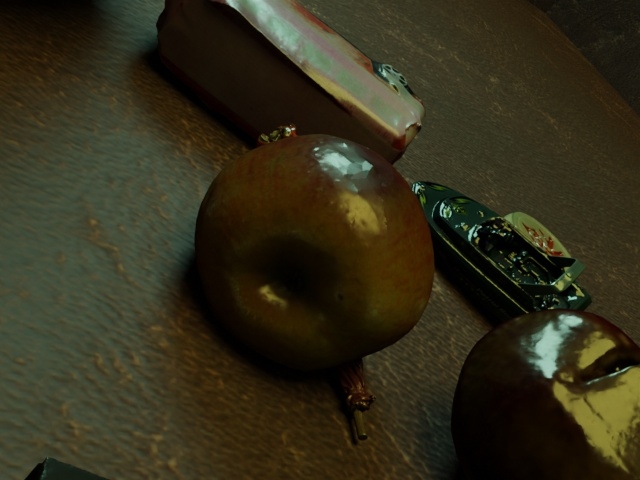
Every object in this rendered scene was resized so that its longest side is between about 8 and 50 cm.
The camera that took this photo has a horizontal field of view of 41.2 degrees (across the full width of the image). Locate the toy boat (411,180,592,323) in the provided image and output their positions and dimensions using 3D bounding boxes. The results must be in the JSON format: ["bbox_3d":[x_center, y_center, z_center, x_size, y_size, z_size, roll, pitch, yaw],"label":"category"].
[{"bbox_3d":[0.193,0.015,0.952,0.246,0.103,0.093,44,51,16],"label":"toy boat"}]

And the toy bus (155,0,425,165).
[{"bbox_3d":[-0.035,-0.174,0.905,0.302,0.127,0.147,37,30,-7],"label":"toy bus"}]

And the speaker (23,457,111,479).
[{"bbox_3d":[-0.056,0.188,0.426,0.218,0.044,0.082,29,29,-22],"label":"speaker"}]

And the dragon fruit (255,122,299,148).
[{"bbox_3d":[-0.021,-0.047,0.788,0.116,0.086,0.081,53,-10,8],"label":"dragon fruit"}]

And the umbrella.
[{"bbox_3d":[0.020,0.093,0.692,0.027,0.025,0.165,-1,39,-12],"label":"umbrella"}]

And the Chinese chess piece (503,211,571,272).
[{"bbox_3d":[0.272,0.018,1.095,0.122,0.051,0.122,31,28,-19],"label":"Chinese chess piece"}]

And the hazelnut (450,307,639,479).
[{"bbox_3d":[0.191,0.160,0.677,0.178,0.178,0.204,18,40,-37],"label":"hazelnut"}]

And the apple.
[{"bbox_3d":[0.000,0.000,0.665,0.195,0.160,0.173,35,18,3],"label":"apple"}]
